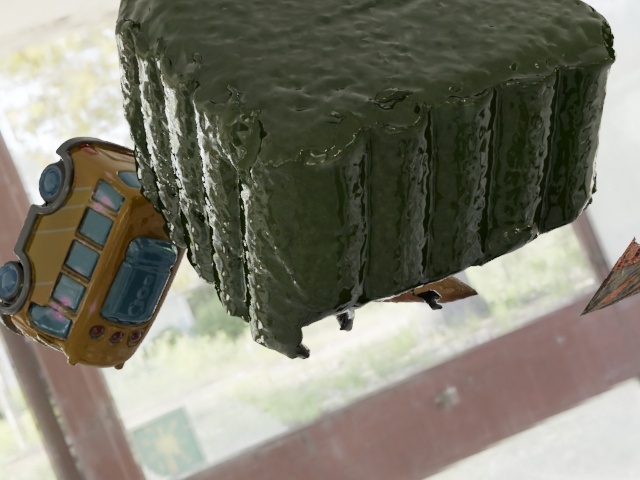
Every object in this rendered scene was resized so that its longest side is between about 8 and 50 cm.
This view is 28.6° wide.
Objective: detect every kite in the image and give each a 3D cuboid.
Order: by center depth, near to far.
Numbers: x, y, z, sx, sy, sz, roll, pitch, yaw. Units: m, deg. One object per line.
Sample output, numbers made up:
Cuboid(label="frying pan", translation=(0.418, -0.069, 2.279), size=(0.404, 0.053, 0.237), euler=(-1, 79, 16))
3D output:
Cuboid(label="kite", translation=(0.361, 0.054, 1.512), size=(0.125, 0.008, 0.222), euler=(-37, 9, 6))

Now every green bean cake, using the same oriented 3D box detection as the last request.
Cuboid(label="green bean cake", translation=(0.033, -0.097, 0.996), size=(0.319, 0.218, 0.335), euler=(-20, 44, -22))

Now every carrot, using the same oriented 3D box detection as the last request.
Cuboid(label="carrot", translation=(0.129, 0.066, 1.830), size=(0.205, 0.072, 0.072), euler=(8, 10, 18))

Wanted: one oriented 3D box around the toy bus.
Cuboid(label="toy bus", translation=(-0.208, 0.020, 1.198), size=(0.136, 0.209, 0.126), euler=(31, 10, 38))

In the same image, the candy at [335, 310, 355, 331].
Cuboid(label="candy", translation=(0.001, 0.000, 1.273), size=(0.051, 0.226, 0.094), euler=(-2, 41, 20))
